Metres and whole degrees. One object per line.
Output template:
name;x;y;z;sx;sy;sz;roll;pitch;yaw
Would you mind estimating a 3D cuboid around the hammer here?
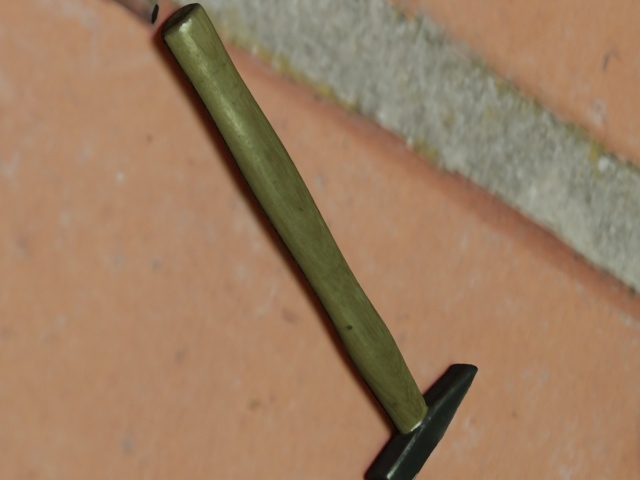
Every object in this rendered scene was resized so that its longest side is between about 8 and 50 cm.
hammer;0.000;0.000;0.635;0.062;0.013;0.199;-50;127;-30
